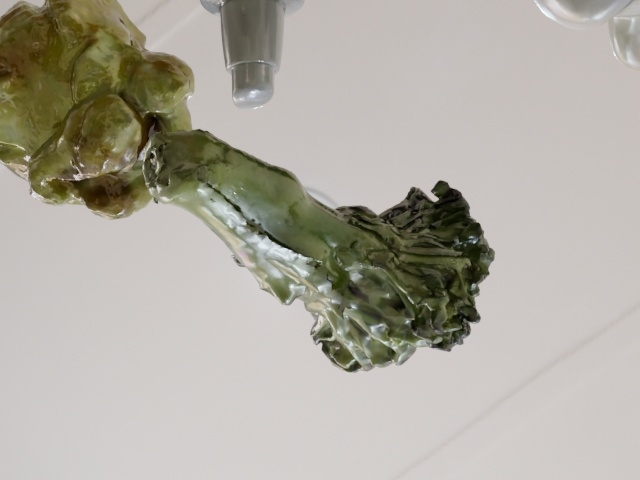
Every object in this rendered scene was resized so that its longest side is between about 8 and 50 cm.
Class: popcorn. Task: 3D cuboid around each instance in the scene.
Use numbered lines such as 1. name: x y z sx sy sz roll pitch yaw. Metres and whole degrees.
1. popcorn: -0.259 -0.143 1.169 0.276 0.276 0.225 44 -92 1

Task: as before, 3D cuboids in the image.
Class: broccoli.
1. broccoli: -0.003 -0.005 0.756 0.164 0.304 0.146 -15 -118 38

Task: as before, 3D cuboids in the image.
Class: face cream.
1. face cream: -0.060 -0.240 0.913 0.101 0.101 0.252 -3 -102 4

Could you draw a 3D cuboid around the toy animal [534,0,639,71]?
1. toy animal: 0.226 -0.292 0.896 0.367 0.241 0.196 27 -72 -17
